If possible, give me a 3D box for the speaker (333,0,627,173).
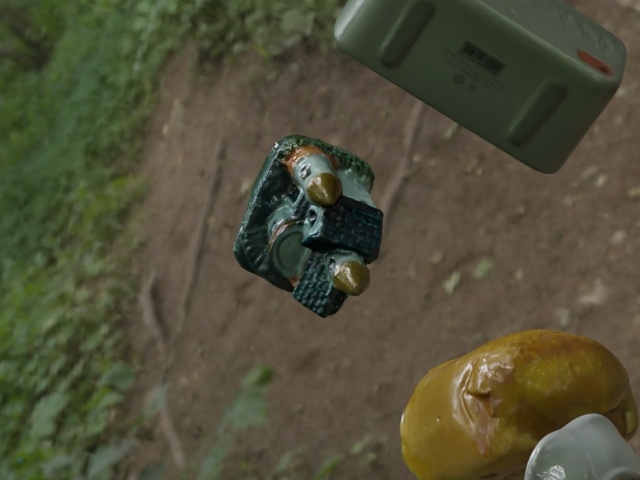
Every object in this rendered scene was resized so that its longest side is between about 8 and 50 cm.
[{"bbox_3d":[0.240,-0.291,1.720,0.184,0.406,0.183,-55,6,40],"label":"speaker"}]

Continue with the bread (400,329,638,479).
[{"bbox_3d":[0.359,0.289,2.081,0.394,0.361,0.250,129,129,-62],"label":"bread"}]

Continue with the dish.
[{"bbox_3d":[0.343,0.325,1.401,0.081,0.229,0.229,-4,68,56],"label":"dish"}]

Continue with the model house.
[{"bbox_3d":[0.000,0.000,1.827,0.253,0.184,0.291,-62,26,15],"label":"model house"}]
